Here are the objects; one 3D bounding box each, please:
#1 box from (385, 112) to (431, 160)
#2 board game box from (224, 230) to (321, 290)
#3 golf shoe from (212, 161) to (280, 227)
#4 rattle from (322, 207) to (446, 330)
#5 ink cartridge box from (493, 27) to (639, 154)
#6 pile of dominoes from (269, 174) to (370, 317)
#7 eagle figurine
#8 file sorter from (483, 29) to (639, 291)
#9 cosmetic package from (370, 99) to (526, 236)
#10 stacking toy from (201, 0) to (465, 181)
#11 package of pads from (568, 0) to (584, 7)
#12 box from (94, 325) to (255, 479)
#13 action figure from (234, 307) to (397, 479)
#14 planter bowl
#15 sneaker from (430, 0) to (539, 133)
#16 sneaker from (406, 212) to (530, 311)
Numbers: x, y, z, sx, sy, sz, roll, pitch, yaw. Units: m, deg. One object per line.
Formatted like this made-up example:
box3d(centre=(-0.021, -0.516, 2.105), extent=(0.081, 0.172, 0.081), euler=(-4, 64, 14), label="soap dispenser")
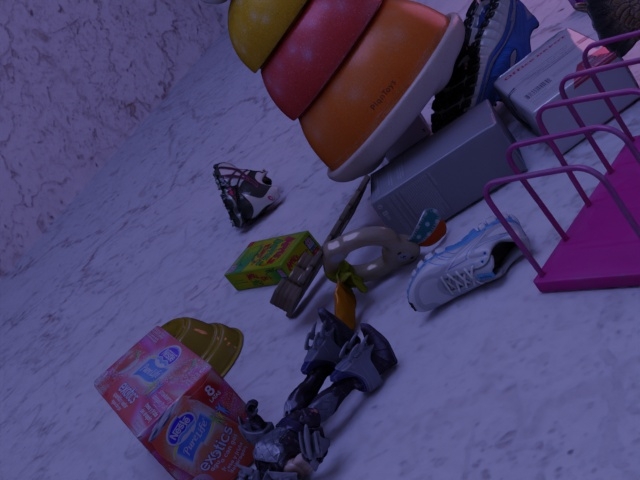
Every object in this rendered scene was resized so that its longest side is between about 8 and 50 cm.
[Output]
box3d(centre=(0.140, -0.227, 2.115), extent=(0.101, 0.102, 0.087), euler=(-33, 23, 11), label="box")
box3d(centre=(-0.089, 0.038, 2.030), extent=(0.181, 0.043, 0.092), euler=(-11, 33, 51), label="board game box")
box3d(centre=(-0.162, -0.110, 2.417), extent=(0.120, 0.105, 0.273), euler=(-23, 26, -4), label="golf shoe")
box3d(centre=(0.109, 0.044, 1.663), extent=(0.199, 0.130, 0.143), euler=(-9, 39, -5), label="rattle")
box3d(centre=(0.382, -0.239, 1.747), extent=(0.158, 0.092, 0.218), euler=(-36, 22, 6), label="ink cartridge box")
box3d(centre=(0.000, 0.000, 1.801), extent=(0.251, 0.040, 0.196), euler=(-58, -4, -27), label="pile of dominoes")
box3d(centre=(0.501, -0.335, 1.595), extent=(0.226, 0.225, 0.298), euler=(-32, 4, 15), label="eagle figurine")
box3d(centre=(0.365, -0.106, 1.366), extent=(0.202, 0.182, 0.291), euler=(-8, 37, 54), label="file sorter")
box3d(centre=(0.200, -0.109, 1.772), extent=(0.238, 0.107, 0.127), euler=(-29, 21, 17), label="cosmetic package")
box3d(centre=(-0.030, -0.361, 1.860), extent=(0.351, 0.480, 0.350), euler=(-51, 9, 11), label="stacking toy")
box3d(centre=(0.501, -0.470, 2.085), extent=(0.083, 0.050, 0.032), euler=(-11, 39, 51), label="package of pads")
box3d(centre=(-0.209, 0.249, 1.635), extent=(0.142, 0.154, 0.300), euler=(-43, 20, -12), label="box")
box3d(centre=(-0.026, 0.228, 1.454), extent=(0.185, 0.099, 0.285), euler=(4, 50, 49), label="action figure")
box3d(centre=(-0.243, 0.196, 1.894), extent=(0.217, 0.090, 0.217), euler=(-33, 21, 14), label="planter bowl")
box3d(centre=(0.302, -0.276, 1.914), extent=(0.129, 0.147, 0.330), euler=(-8, 56, 63), label="sneaker")
box3d(centre=(0.202, 0.038, 1.510), extent=(0.190, 0.071, 0.083), euler=(-38, 26, 3), label="sneaker")
